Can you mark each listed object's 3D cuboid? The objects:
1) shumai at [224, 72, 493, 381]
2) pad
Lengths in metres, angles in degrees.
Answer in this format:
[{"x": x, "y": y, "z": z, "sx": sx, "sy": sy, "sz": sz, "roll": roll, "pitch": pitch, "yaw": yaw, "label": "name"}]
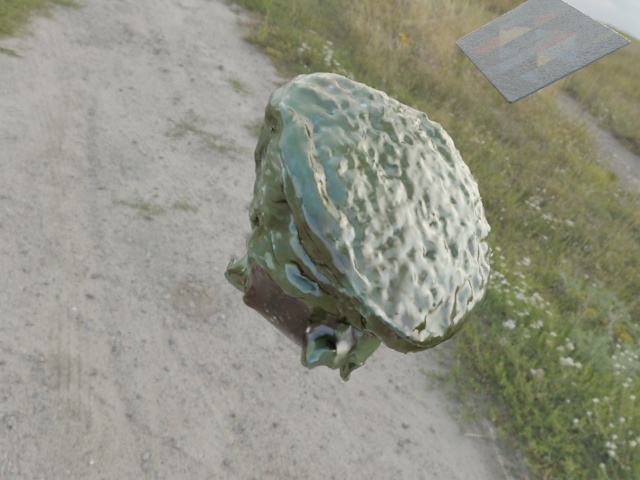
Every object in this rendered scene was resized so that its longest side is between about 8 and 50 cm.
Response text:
[{"x": 0.000, "y": 0.000, "z": 0.623, "sx": 0.330, "sy": 0.288, "sz": 0.292, "roll": 48, "pitch": 53, "yaw": -18, "label": "shumai"}, {"x": 0.265, "y": -0.250, "z": 0.674, "sx": 0.003, "sy": 0.143, "sz": 0.211, "roll": 55, "pitch": 15, "yaw": -36, "label": "pad"}]
